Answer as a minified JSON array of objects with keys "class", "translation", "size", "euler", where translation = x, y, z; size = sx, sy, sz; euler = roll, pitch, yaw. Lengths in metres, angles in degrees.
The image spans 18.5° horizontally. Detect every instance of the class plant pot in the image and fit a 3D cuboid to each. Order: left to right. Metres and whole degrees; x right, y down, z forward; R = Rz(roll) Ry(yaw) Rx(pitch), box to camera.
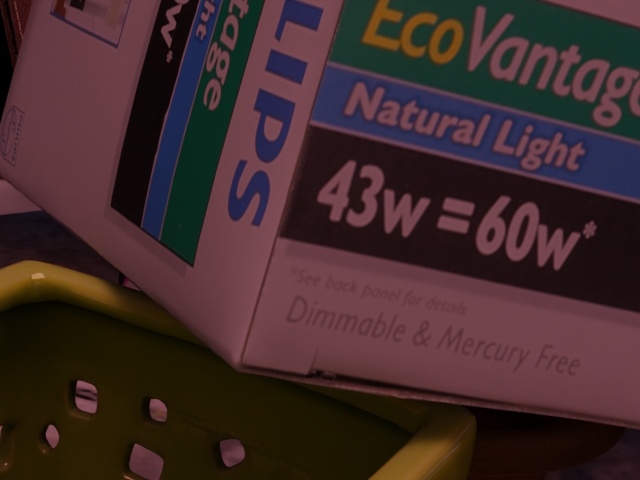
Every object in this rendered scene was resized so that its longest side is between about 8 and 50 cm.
[{"class":"plant pot","translation":[-0.095,0.159,0.752],"size":[0.228,0.207,0.227],"euler":[19,27,24]}]

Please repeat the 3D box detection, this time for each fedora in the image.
[{"class":"fedora","translation":[0.073,0.107,1.070],"size":[0.194,0.079,0.194],"euler":[4,18,-1]}]

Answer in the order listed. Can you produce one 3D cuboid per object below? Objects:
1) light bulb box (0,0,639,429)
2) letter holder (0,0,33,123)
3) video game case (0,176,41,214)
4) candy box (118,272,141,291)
[{"class":"light bulb box","translation":[0.082,-0.065,0.896],"size":[0.358,0.225,0.361],"euler":[12,9,-25]},{"class":"letter holder","translation":[-0.120,-0.185,1.346],"size":[0.302,0.214,0.152],"euler":[-19,17,-35]},{"class":"video game case","translation":[-0.133,-0.058,1.349],"size":[0.227,0.026,0.206],"euler":[-6,13,12]},{"class":"candy box","translation":[0.000,0.000,1.299],"size":[0.159,0.071,0.233],"euler":[19,27,31]}]
